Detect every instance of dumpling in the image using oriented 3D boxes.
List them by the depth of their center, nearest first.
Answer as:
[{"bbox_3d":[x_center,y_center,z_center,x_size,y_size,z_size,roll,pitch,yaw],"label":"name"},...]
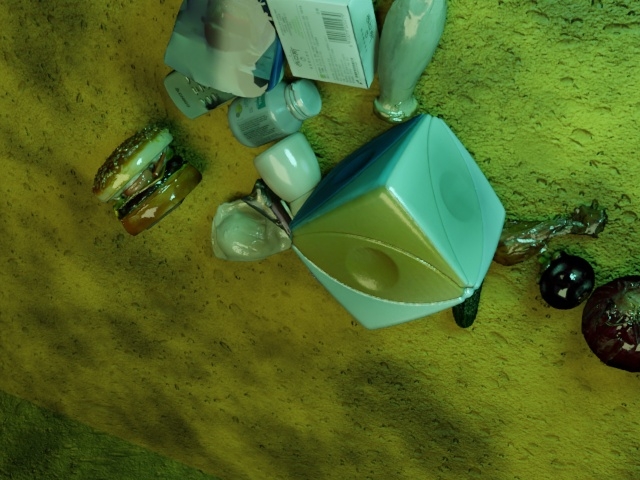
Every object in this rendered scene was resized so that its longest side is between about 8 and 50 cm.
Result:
[{"bbox_3d":[-0.202,-0.031,2.292,0.252,0.131,0.180,-3,101,21],"label":"dumpling"}]

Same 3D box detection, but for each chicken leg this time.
[{"bbox_3d":[0.522,-0.017,1.909,0.304,0.093,0.113,-19,104,35],"label":"chicken leg"}]

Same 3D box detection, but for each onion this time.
[{"bbox_3d":[0.744,0.203,1.867,0.280,0.221,0.281,23,153,13],"label":"onion"}]

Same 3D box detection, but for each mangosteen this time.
[{"bbox_3d":[0.577,0.088,1.942,0.151,0.137,0.137,51,144,31],"label":"mangosteen"}]

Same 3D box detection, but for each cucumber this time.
[{"bbox_3d":[0.381,0.137,2.121,0.077,0.077,0.265,17,132,17],"label":"cucumber"}]

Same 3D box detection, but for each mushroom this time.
[{"bbox_3d":[0.187,-0.403,1.751,0.128,0.128,0.350,22,137,12],"label":"mushroom"}]

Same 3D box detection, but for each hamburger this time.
[{"bbox_3d":[-0.482,-0.171,2.234,0.225,0.291,0.291,48,134,-13],"label":"hamburger"}]

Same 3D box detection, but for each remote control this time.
[{"bbox_3d":[-0.273,-0.409,2.057,0.296,0.056,0.140,-17,114,38],"label":"remote control"}]

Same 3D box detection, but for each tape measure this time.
[{"bbox_3d":[-0.195,-0.481,1.853,0.259,0.138,0.262,21,118,6],"label":"tape measure"}]

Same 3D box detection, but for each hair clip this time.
[{"bbox_3d":[-0.076,-0.022,2.215,0.359,0.095,0.110,49,168,-16],"label":"hair clip"}]

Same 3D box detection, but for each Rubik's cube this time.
[{"bbox_3d":[0.183,-0.039,1.893,0.352,0.352,0.347,-28,109,40],"label":"Rubik's cube"}]

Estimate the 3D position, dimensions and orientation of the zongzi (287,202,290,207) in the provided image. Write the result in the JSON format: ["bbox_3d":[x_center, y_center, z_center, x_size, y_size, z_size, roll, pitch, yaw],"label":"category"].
[{"bbox_3d":[0.000,0.000,2.207,0.256,0.115,0.228,23,138,21],"label":"zongzi"}]

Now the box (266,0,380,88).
[{"bbox_3d":[0.013,-0.459,1.748,0.194,0.111,0.260,15,157,21],"label":"box"}]

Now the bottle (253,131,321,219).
[{"bbox_3d":[-0.051,-0.143,2.059,0.147,0.147,0.237,-27,99,42],"label":"bottle"}]

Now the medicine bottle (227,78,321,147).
[{"bbox_3d":[-0.109,-0.316,1.981,0.215,0.135,0.135,-16,117,34],"label":"medicine bottle"}]
